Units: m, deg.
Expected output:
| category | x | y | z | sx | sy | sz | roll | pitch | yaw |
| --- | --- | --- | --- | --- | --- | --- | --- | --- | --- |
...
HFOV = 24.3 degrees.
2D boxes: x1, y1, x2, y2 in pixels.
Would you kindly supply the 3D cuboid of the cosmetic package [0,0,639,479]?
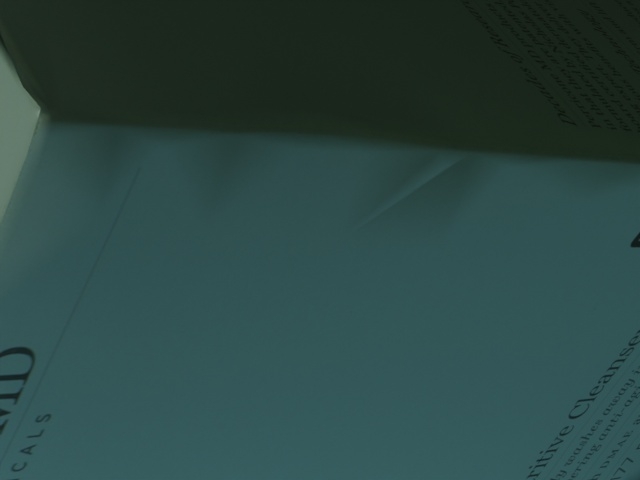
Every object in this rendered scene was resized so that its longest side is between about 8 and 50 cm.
| category | x | y | z | sx | sy | sz | roll | pitch | yaw |
| --- | --- | --- | --- | --- | --- | --- | --- | --- | --- |
| cosmetic package | 0.000 | 0.000 | 0.547 | 0.156 | 0.385 | 0.217 | 53 | 129 | 34 |
